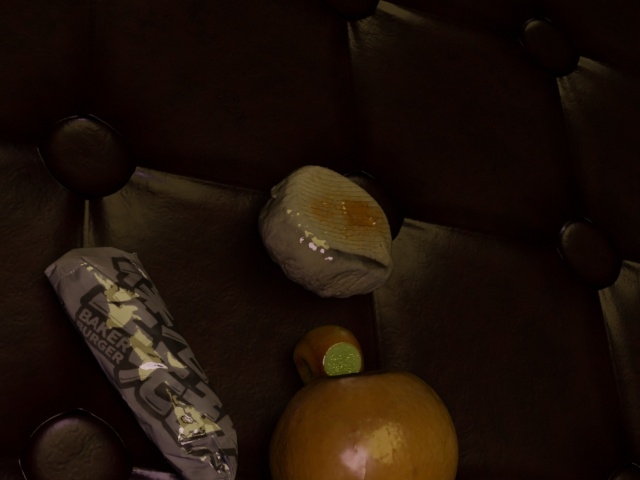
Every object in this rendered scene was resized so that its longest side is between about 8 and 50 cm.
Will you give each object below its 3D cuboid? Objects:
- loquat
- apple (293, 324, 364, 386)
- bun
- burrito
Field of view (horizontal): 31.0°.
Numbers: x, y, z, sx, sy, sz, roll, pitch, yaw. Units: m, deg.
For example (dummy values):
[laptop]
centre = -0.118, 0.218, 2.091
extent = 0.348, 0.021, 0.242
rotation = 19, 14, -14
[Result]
[loquat]
centre = 0.058, 0.318, 1.641
extent = 0.274, 0.275, 0.275
rotation = 14, 57, -23
[apple]
centre = 0.011, 0.189, 1.800
extent = 0.102, 0.099, 0.114
rotation = -8, 93, -24
[bun]
centre = 0.000, 0.000, 1.868
extent = 0.243, 0.153, 0.244
rotation = 27, 33, -20
[burrito]
centre = -0.230, 0.195, 1.656
extent = 0.139, 0.101, 0.445
rotation = -26, 76, -43
